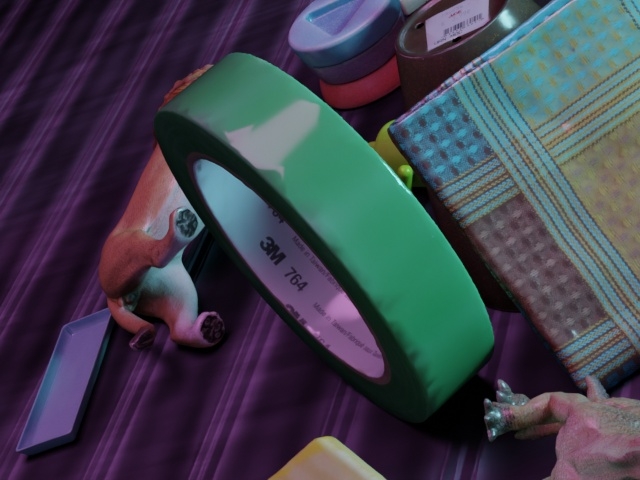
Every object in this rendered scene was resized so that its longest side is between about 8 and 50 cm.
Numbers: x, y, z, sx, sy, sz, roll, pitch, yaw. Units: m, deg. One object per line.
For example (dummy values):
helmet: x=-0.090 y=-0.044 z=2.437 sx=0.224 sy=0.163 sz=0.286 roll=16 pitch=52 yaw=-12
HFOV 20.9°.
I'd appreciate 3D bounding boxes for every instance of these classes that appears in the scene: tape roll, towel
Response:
tape roll: x=0.000 y=0.000 z=1.375 sx=0.077 sy=0.321 sz=0.321 roll=-42 pitch=29 yaw=-13
towel: x=0.274 y=-0.090 z=1.328 sx=0.370 sy=0.271 sz=0.040 roll=-36 pitch=-7 yaw=-4

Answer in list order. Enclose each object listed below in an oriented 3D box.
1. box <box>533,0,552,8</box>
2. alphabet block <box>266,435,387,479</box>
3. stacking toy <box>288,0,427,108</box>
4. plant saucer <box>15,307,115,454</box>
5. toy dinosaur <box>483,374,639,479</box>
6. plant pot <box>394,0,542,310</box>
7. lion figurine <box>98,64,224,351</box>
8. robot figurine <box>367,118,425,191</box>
box: x=0.266 y=-0.212 z=1.664 sx=0.184 sy=0.045 sz=0.191 roll=4 pitch=45 yaw=27
alphabet block: x=0.021 y=0.273 z=1.078 sx=0.193 sy=0.192 sz=0.197 roll=-38 pitch=28 yaw=-12
stacking toy: x=0.120 y=-0.285 z=1.888 sx=0.309 sy=0.130 sz=0.279 roll=-10 pitch=37 yaw=36
plant saucer: x=-0.250 y=0.140 z=1.736 sx=0.067 sy=0.018 sz=0.192 roll=-21 pitch=32 yaw=23
toy dinosaur: x=0.216 y=0.147 z=1.129 sx=0.200 sy=0.127 sz=0.295 roll=-8 pitch=1 yaw=13
plant pot: x=0.163 y=-0.097 z=1.452 sx=0.215 sy=0.230 sz=0.215 roll=-25 pitch=30 yaw=16
lion figurine: x=-0.142 y=-0.039 z=1.778 sx=0.240 sy=0.142 sz=0.392 roll=-7 pitch=42 yaw=52
robot figurine: x=0.099 y=-0.085 z=1.669 sx=0.115 sy=0.067 sz=0.101 roll=0 pitch=35 yaw=45
